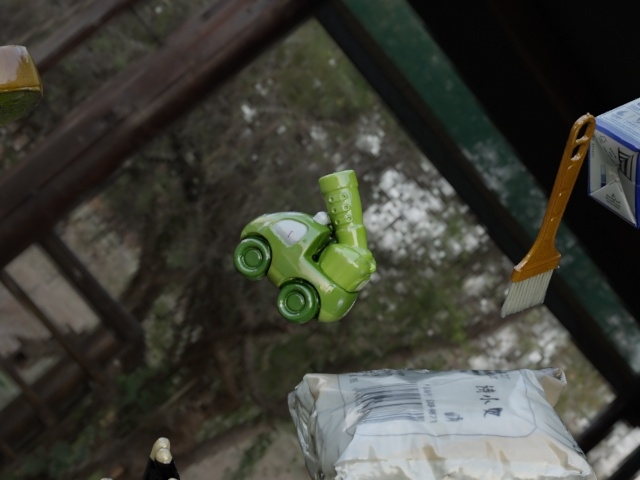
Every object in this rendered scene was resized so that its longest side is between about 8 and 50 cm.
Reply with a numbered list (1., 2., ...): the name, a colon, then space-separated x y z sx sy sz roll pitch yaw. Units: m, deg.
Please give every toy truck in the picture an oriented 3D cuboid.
1. toy truck: -0.001 0.021 1.861 0.187 0.211 0.148 62 15 11

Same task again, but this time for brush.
1. brush: 0.305 -0.031 1.704 0.017 0.090 0.314 40 -48 35

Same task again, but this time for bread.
1. bread: -0.488 -0.185 1.746 0.236 0.236 0.070 104 -36 -85

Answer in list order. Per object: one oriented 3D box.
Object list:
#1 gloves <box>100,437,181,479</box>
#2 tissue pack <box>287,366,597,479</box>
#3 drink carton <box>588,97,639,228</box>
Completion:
1. gloves: -0.277 0.476 2.127 0.197 0.300 0.152 8 5 3
2. tissue pack: 0.152 0.256 1.677 0.375 0.390 0.195 -94 -179 -71
3. drink carton: 0.511 -0.142 1.733 0.106 0.315 0.130 43 -31 47
